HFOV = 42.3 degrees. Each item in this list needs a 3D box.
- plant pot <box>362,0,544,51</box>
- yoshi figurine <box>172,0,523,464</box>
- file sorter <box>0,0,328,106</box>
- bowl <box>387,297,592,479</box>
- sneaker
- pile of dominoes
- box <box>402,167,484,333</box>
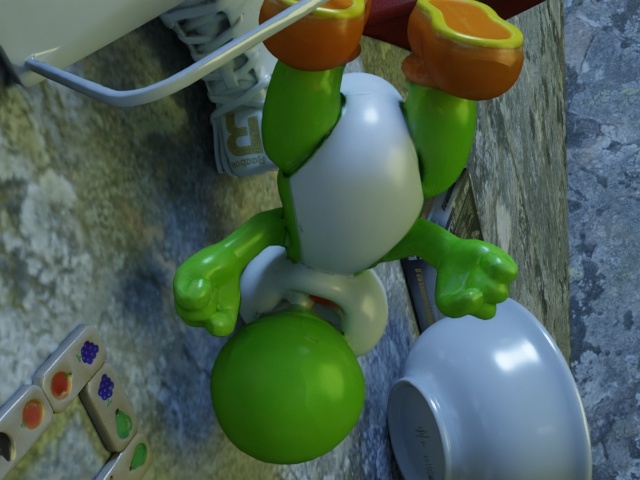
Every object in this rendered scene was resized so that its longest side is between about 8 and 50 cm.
[{"bbox_3d":[0.183,-0.406,1.059,0.267,0.235,0.268,-15,99,-66],"label":"plant pot"},{"bbox_3d":[0.008,0.017,0.572,0.203,0.203,0.362,-21,138,-42],"label":"yoshi figurine"},{"bbox_3d":[-0.102,-0.226,0.384,0.192,0.173,0.278,-36,126,-21],"label":"file sorter"},{"bbox_3d":[0.167,0.218,0.967,0.298,0.134,0.298,172,-90,-70],"label":"bowl"},{"bbox_3d":[-0.059,-0.138,0.632,0.292,0.108,0.169,21,64,-65],"label":"sneaker"},{"bbox_3d":[-0.147,0.197,0.461,0.251,0.040,0.196,-58,137,-52],"label":"pile of dominoes"},{"bbox_3d":[0.186,0.025,1.205,0.231,0.056,0.183,-58,138,-52],"label":"box"}]
